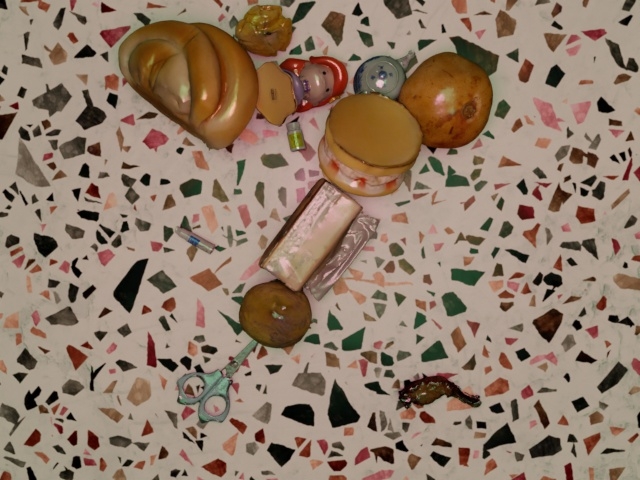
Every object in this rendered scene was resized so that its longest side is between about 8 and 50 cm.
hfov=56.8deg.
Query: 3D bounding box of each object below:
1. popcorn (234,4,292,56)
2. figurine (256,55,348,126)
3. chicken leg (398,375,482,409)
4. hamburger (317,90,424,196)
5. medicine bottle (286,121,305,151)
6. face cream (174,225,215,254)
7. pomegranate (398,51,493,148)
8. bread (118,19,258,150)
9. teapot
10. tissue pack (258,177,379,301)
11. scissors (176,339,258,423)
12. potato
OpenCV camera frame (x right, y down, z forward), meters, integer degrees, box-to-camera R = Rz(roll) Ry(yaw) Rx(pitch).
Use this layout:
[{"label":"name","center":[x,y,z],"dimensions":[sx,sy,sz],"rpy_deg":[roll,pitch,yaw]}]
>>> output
[{"label":"popcorn","center":[-0.159,-0.602,1.696],"dimensions":[0.167,0.152,0.148],"rpy_deg":[4,132,-21]},{"label":"figurine","center":[-0.063,-0.438,1.669],"dimensions":[0.208,0.257,0.180],"rpy_deg":[-39,84,43]},{"label":"chicken leg","center":[0.363,0.464,1.798],"dimensions":[0.254,0.051,0.105],"rpy_deg":[3,101,1]},{"label":"hamburger","center":[0.116,-0.257,1.585],"dimensions":[0.261,0.186,0.302],"rpy_deg":[-4,62,-20]},{"label":"medicine bottle","center":[-0.074,-0.307,1.756],"dimensions":[0.047,0.047,0.083],"rpy_deg":[-12,95,3]},{"label":"face cream","center":[-0.383,-0.003,1.800],"dimensions":[0.130,0.034,0.034],"rpy_deg":[30,95,0]},{"label":"pomegranate","center":[0.339,-0.385,1.632],"dimensions":[0.265,0.264,0.264],"rpy_deg":[0,94,2]},{"label":"bread","center":[-0.370,-0.422,1.611],"dimensions":[0.424,0.245,0.328],"rpy_deg":[35,123,30]},{"label":"teapot","center":[0.169,-0.454,1.685],"dimensions":[0.232,0.159,0.159],"rpy_deg":[-39,92,5]},{"label":"tissue pack","center":[0.000,0.000,1.698],"dimensions":[0.239,0.238,0.305],"rpy_deg":[37,94,-1]},{"label":"scissors","center":[-0.286,0.405,1.830],"dimensions":[0.191,0.029,0.360],"rpy_deg":[43,95,0]},{"label":"potato","center":[-0.127,0.212,1.689],"dimensions":[0.230,0.266,0.229],"rpy_deg":[0,87,-2]}]
